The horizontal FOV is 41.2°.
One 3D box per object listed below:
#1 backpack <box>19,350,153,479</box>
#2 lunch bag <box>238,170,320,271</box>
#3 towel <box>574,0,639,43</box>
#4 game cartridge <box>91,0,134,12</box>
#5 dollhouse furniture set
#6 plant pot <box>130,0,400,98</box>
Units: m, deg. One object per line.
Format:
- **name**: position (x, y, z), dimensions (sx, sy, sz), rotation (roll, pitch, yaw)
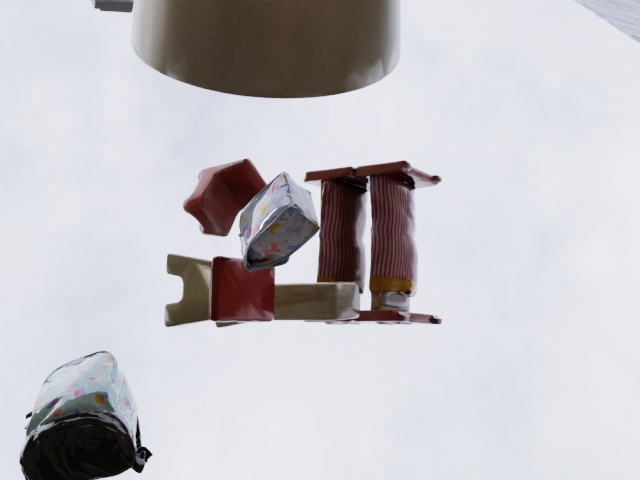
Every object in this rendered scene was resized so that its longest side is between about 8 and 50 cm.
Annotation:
- **backpack**: position (-0.290, 0.222, 1.064), dimensions (0.152, 0.182, 0.115), rotation (-11, -70, -2)
- **lunch bag**: position (-0.045, -0.014, 0.841), dimensions (0.083, 0.071, 0.053), rotation (-41, -59, 16)
- **towel**: position (0.358, -0.177, 0.756), dimensions (0.336, 0.243, 0.040), rotation (20, -76, -30)
- **game cartridge**: position (-0.262, -0.314, 1.060), dimensions (0.056, 0.083, 0.017), rotation (-2, -40, -31)
- **dollhouse furniture set**: position (0.000, 0.000, 0.988), dimensions (0.152, 0.374, 0.201), rotation (-3, -96, 31)
- **plant pot**: position (-0.039, -0.301, 0.739), dimensions (0.256, 0.256, 0.274), rotation (4, -55, -4)
